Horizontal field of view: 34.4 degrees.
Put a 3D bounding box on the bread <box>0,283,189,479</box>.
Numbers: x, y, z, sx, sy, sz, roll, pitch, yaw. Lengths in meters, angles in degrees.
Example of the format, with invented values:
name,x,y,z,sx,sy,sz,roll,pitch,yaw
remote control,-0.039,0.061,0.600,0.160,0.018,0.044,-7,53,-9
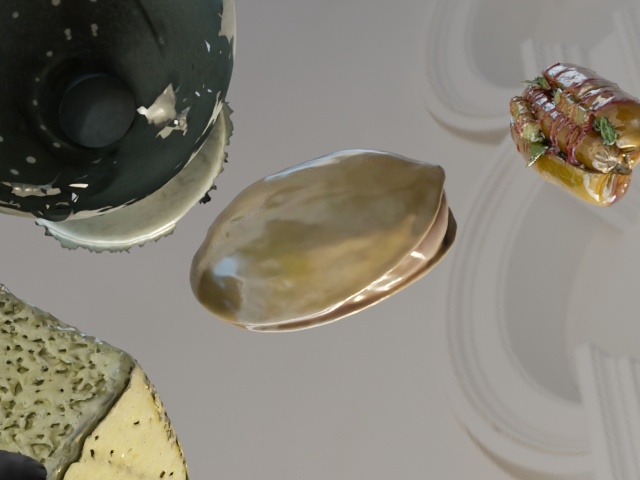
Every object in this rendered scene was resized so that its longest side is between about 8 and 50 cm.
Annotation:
name,x,y,z,sx,sy,sz,roll,pitch,yaw
bread,-0.296,0.236,1.065,0.248,0.315,0.279,18,-134,25

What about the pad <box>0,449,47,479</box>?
name,x,y,z,sx,sy,sz,roll,pitch,yaw
pad,-0.263,0.118,0.502,0.249,0.323,0.055,9,-104,-14

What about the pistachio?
name,x,y,z,sx,sy,sz,roll,pitch,yaw
pistachio,0.000,0.000,1.104,0.162,0.292,0.182,76,178,-54

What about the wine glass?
name,x,y,z,sx,sy,sz,roll,pitch,yaw
wine glass,-0.140,-0.094,0.587,0.190,0.190,0.357,50,173,-1

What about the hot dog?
name,x,y,z,sx,sy,sz,roll,pitch,yaw
hot dog,0.217,-0.103,0.914,0.076,0.104,0.250,26,-162,-15
